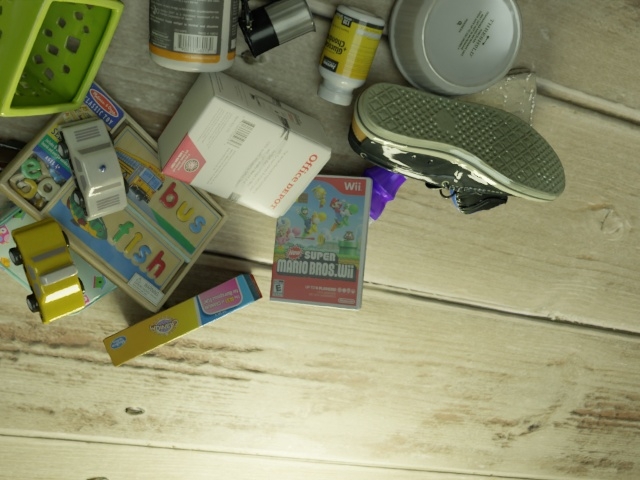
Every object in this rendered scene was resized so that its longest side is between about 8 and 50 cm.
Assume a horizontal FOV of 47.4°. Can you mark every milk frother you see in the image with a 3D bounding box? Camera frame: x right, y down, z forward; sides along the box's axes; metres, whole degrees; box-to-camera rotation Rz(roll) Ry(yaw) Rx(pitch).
[{"bbox_3d":[-0.087,-0.426,1.383,0.135,0.143,0.129,-25,117,-2],"label":"milk frother"}]

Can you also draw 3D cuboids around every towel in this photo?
[{"bbox_3d":[0.350,-0.284,1.643,0.282,0.049,0.187,-8,119,-11],"label":"towel"}]

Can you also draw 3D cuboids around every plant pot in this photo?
[{"bbox_3d":[-0.508,-0.361,1.235,0.207,0.228,0.227,33,109,8],"label":"plant pot"}]

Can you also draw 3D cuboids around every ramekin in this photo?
[{"bbox_3d":[0.282,-0.419,1.476,0.273,0.127,0.272,-4,108,-12],"label":"ramekin"}]

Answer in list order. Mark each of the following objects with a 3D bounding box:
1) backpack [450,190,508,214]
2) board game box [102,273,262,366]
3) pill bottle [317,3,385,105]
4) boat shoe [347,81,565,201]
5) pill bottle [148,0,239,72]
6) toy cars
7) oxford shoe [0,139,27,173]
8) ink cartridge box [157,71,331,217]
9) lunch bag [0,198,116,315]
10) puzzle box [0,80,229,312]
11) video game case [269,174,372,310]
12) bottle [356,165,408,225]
[{"bbox_3d":[0.363,-0.119,1.705,0.120,0.101,0.098,-22,120,1],"label":"backpack"},{"bbox_3d":[-0.289,0.167,1.597,0.317,0.242,0.064,-25,88,-1],"label":"board game box"},{"bbox_3d":[0.055,-0.373,1.475,0.103,0.103,0.184,10,114,-21],"label":"pill bottle"},{"bbox_3d":[0.287,-0.190,1.546,0.500,0.186,0.156,14,153,-15],"label":"boat shoe"},{"bbox_3d":[-0.225,-0.457,1.316,0.162,0.162,0.278,0,117,-16],"label":"pill bottle"},{"bbox_3d":[-0.448,-0.038,1.336,0.176,0.087,0.393,27,78,-36],"label":"toy cars"},{"bbox_3d":[-0.658,-0.153,1.389,0.227,0.096,0.083,8,134,-16],"label":"oxford shoe"},{"bbox_3d":[-0.153,-0.189,1.468,0.283,0.117,0.207,21,123,-34],"label":"ink cartridge box"},{"bbox_3d":[-0.545,0.012,1.512,0.224,0.108,0.279,-35,121,6],"label":"lunch bag"},{"bbox_3d":[-0.398,-0.080,1.460,0.409,0.052,0.272,46,66,-31],"label":"puzzle box"},{"bbox_3d":[0.000,0.000,1.580,0.204,0.025,0.285,5,88,15],"label":"video game case"},{"bbox_3d":[0.081,-0.079,1.636,0.283,0.118,0.092,-43,122,8],"label":"bottle"}]
